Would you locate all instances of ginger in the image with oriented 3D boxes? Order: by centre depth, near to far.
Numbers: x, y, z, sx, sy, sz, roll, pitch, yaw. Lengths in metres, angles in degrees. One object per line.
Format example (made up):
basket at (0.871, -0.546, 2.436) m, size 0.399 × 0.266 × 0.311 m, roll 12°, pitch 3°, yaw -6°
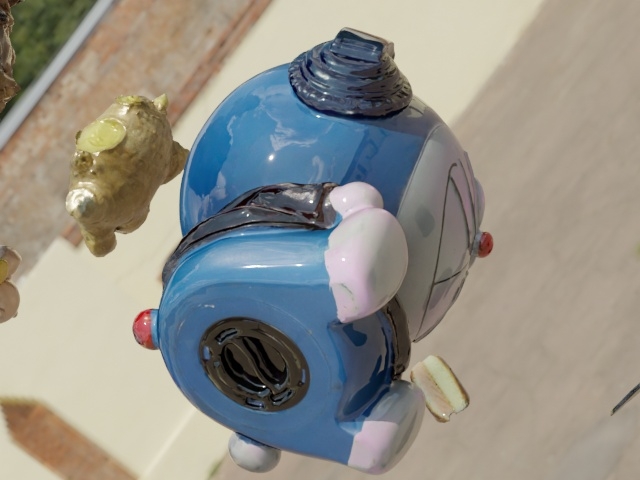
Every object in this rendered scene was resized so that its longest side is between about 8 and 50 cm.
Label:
ginger at (-0.232, -0.091, 1.720) m, size 0.216 × 0.102 × 0.157 m, roll -61°, pitch -34°, yaw -22°

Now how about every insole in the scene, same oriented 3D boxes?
insole at (0.336, 0.085, 1.265) m, size 0.253 × 0.005 × 0.086 m, roll -31°, pitch -19°, yaw -37°

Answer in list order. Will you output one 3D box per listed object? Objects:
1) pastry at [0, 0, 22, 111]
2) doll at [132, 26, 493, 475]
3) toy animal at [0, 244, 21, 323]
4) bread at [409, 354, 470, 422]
pastry at (-0.436, -0.195, 1.247) m, size 0.405 × 0.337 × 0.293 m, roll 180°, pitch 90°, yaw -85°
doll at (0.000, 0.000, 1.052) m, size 0.310 × 0.240 × 0.284 m, roll -61°, pitch -17°, yaw -52°
toy animal at (-0.367, 0.058, 1.564) m, size 0.091 × 0.082 × 0.114 m, roll -24°, pitch 15°, yaw 5°
bread at (0.117, 0.145, 1.419) m, size 0.043 × 0.062 × 0.109 m, roll -36°, pitch 0°, yaw 2°
